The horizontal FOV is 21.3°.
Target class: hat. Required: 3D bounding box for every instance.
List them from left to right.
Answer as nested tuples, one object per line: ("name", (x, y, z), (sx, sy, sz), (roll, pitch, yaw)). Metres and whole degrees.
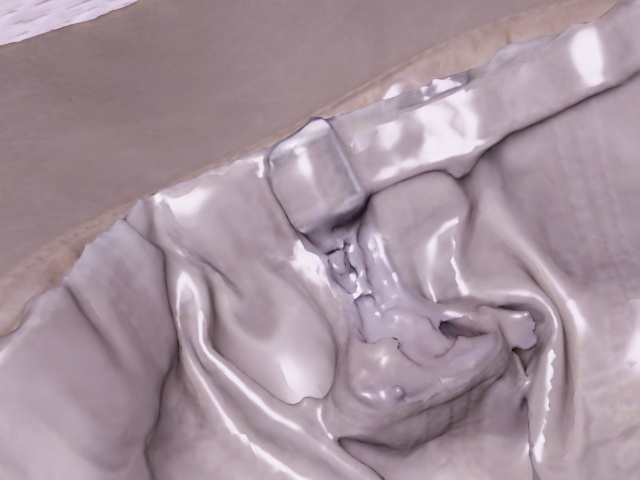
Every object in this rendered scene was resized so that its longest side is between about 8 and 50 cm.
("hat", (0.000, 0.000, 0.477), (0.214, 0.149, 0.244), (-26, 21, -8))
